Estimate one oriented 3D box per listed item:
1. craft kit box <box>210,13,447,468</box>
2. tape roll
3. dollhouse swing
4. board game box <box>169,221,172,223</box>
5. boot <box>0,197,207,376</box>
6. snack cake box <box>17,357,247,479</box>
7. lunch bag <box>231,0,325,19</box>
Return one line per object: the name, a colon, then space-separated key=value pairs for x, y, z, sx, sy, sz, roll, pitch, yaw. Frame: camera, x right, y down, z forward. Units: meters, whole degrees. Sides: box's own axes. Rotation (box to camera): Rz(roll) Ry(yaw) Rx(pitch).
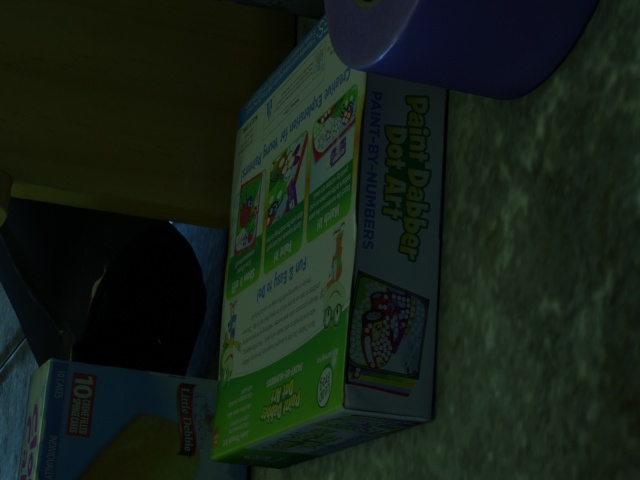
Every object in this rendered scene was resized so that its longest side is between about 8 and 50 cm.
craft kit box: x=0.000 y=0.000 z=0.865 sx=0.250 sy=0.061 sz=0.247 roll=145 pitch=134 yaw=-66
tape roll: x=0.070 y=-0.166 z=0.692 sx=0.189 sy=0.080 sz=0.189 roll=-170 pitch=90 yaw=-72
dollhouse swing: x=-0.226 y=-0.128 z=1.128 sx=0.315 sy=0.305 sz=0.347 roll=-32 pitch=50 yaw=50
board game box: x=-0.181 y=-0.144 z=1.469 sx=0.319 sy=0.065 sz=0.318 roll=130 pitch=145 yaw=-56
boot: x=-0.233 y=-0.088 z=1.248 sx=0.445 sy=0.146 sz=0.367 roll=-127 pitch=31 yaw=-51
snack cake box: x=-0.137 y=0.225 z=1.010 sx=0.089 sy=0.152 sz=0.264 roll=148 pitch=129 yaw=-66
lunch bag: x=-0.074 y=-0.310 z=0.917 sx=0.212 sy=0.256 sz=0.305 roll=122 pitch=151 yaw=-51
